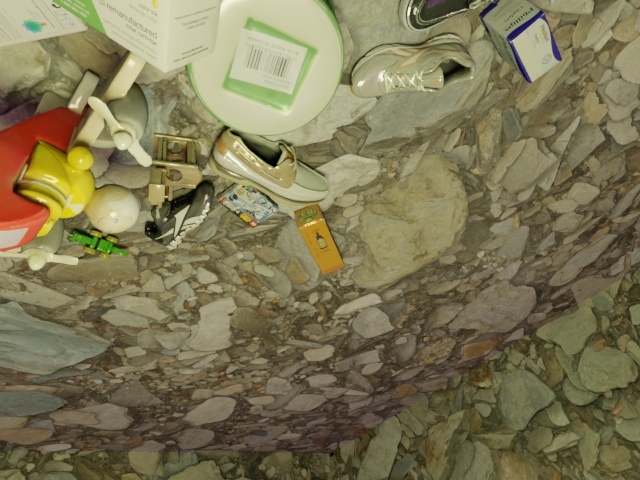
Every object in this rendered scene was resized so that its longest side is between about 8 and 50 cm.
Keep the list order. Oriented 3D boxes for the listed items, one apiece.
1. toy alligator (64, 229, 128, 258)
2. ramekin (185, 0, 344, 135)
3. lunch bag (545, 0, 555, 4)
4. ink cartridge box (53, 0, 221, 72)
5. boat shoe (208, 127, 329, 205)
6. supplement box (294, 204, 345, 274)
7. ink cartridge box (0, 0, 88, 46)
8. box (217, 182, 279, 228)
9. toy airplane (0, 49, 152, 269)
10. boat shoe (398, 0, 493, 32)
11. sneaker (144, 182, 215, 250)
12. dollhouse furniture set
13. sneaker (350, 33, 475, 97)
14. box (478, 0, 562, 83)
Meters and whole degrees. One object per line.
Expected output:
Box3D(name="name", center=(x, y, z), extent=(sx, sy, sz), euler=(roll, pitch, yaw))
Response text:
Box3D(name="toy alligator", center=(-0.583, 0.002, 1.028), extent=(0.189, 0.056, 0.051), euler=(26, 164, -38))
Box3D(name="ramekin", center=(-0.102, -0.340, 0.737), extent=(0.303, 0.148, 0.304), euler=(-9, 138, -8))
Box3D(name="lunch bag", center=(0.466, -0.523, 0.797), extent=(0.071, 0.053, 0.083), euler=(-31, 146, 19))
Box3D(name="ink cartridge box", center=(-0.222, -0.393, 0.495), extent=(0.201, 0.117, 0.278), euler=(33, 137, 4))
Box3D(name="boat shoe", center=(-0.099, -0.168, 0.952), extent=(0.302, 0.113, 0.103), euler=(13, 136, -28))
Box3D(name="supplement box", center=(0.000, 0.000, 1.193), extent=(0.077, 0.080, 0.233), euler=(-21, 140, 4))
Box3D(name="ink cartridge box", center=(-0.541, -0.361, 0.588), extent=(0.310, 0.065, 0.186), euler=(-16, 165, -4))
Box3D(name="box", center=(-0.186, -0.097, 1.063), extent=(0.093, 0.027, 0.137), euler=(-33, 136, 15))
Box3D(name="toy airplane", center=(-0.431, -0.122, 0.704), extent=(0.272, 0.385, 0.386), euler=(39, 160, -19))
Box3D(name="boat shoe", center=(0.291, -0.483, 0.742), extent=(0.306, 0.105, 0.113), euler=(-28, 137, 13))
Box3D(name="sneaker", center=(-0.354, -0.065, 1.006), extent=(0.106, 0.078, 0.234), euler=(25, 126, -40))
Box3D(name="dollhouse furniture set", center=(-0.315, -0.111, 0.890), extent=(0.101, 0.182, 0.161), euler=(3, 134, -21))
Box3D(name="sneaker", center=(0.193, -0.348, 0.845), extent=(0.262, 0.121, 0.099), euler=(-18, 138, 1))
Box3D(name="box", center=(0.404, -0.413, 0.830), extent=(0.072, 0.137, 0.126), euler=(-37, 134, 23))
